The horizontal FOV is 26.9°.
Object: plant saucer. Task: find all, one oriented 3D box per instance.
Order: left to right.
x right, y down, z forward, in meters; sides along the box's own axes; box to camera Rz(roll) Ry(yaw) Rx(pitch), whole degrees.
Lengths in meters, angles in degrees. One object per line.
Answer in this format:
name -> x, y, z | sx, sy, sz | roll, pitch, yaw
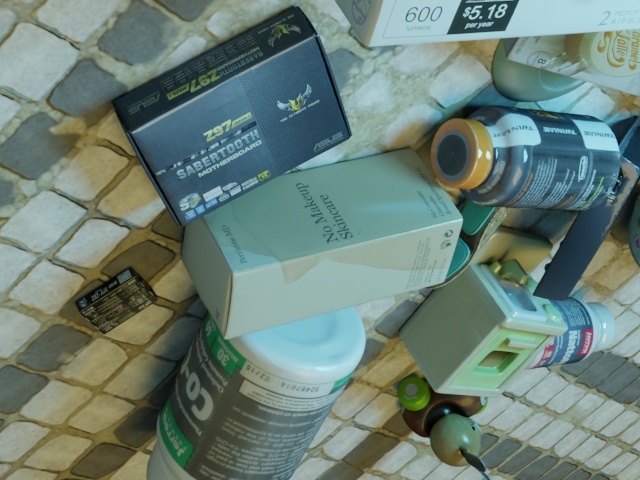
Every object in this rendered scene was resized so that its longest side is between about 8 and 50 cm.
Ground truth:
plant saucer -> 0.308, -0.237, 1.675 | 0.195, 0.037, 0.195 | -19, 143, -15

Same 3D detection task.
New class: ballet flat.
ballet flat -> 0.208, -0.010, 1.854 | 0.067, 0.073, 0.206 | -9, 145, -51

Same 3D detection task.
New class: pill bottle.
pill bottle -> -0.098, 0.217, 1.783 | 0.204, 0.204, 0.361 | -2, 135, -35
pill bottle -> 0.258, -0.105, 1.716 | 0.245, 0.130, 0.130 | 1, 134, -38
pill bottle -> 0.377, 0.144, 2.128 | 0.180, 0.108, 0.108 | -4, 137, -33

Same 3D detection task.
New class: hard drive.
hard drive -> 0.391, -0.039, 1.885 | 0.172, 0.054, 0.255 | -44, 162, -55

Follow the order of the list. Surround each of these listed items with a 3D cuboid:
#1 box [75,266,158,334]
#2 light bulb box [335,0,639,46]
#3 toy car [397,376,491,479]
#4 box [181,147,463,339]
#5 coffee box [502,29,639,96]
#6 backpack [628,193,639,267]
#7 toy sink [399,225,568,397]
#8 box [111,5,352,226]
box -> -0.252, 0.075, 1.657 | 0.083, 0.018, 0.067 | -33, 145, 2
light bulb box -> 0.193, -0.396, 1.234 | 0.357, 0.225, 0.361 | -9, 140, -27
toy car -> 0.228, 0.302, 2.138 | 0.149, 0.188, 0.155 | -32, 145, 1
box -> 0.000, 0.000, 1.644 | 0.311, 0.148, 0.121 | -14, 140, -24
coffee box -> 0.348, -0.259, 1.544 | 0.246, 0.098, 0.141 | 12, 135, -16
backpack -> 0.555, 0.002, 2.035 | 0.144, 0.166, 0.188 | -22, 141, -11
toy sink -> 0.260, 0.113, 1.983 | 0.152, 0.131, 0.234 | 11, 127, -45
box -> -0.093, -0.133, 1.486 | 0.232, 0.059, 0.183 | -28, 144, -5
